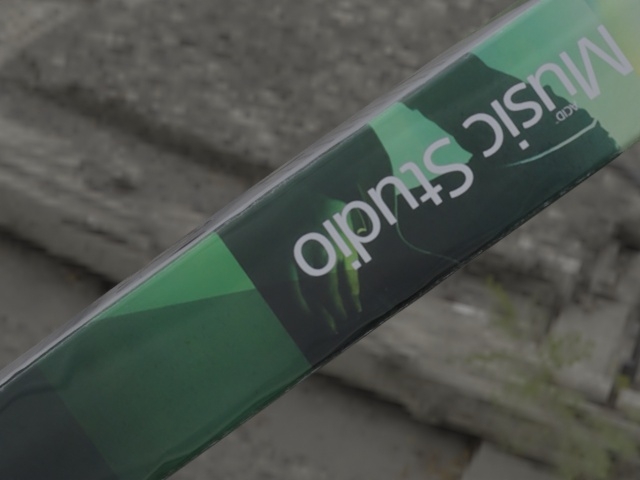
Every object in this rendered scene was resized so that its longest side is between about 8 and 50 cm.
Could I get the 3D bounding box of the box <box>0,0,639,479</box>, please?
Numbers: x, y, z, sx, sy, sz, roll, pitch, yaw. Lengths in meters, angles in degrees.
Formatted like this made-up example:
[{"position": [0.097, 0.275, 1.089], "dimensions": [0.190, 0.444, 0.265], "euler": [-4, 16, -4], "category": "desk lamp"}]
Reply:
[{"position": [0.000, 0.000, 0.671], "dimensions": [0.058, 0.322, 0.232], "euler": [53, -4, -3], "category": "box"}]
